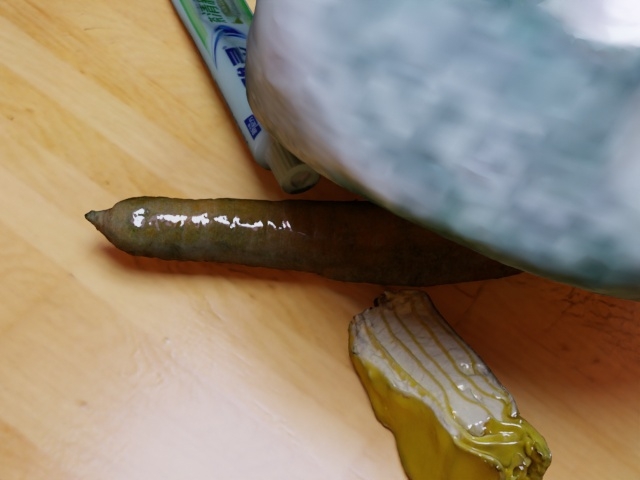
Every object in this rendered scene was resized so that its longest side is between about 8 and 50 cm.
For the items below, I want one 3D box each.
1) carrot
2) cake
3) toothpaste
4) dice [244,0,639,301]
[{"bbox_3d":[0.000,-0.001,0.673,0.342,0.070,0.070,1,61,-6],"label":"carrot"},{"bbox_3d":[0.078,0.103,0.607,0.079,0.116,0.185,-13,69,-12],"label":"cake"},{"bbox_3d":[-0.067,-0.150,0.746,0.074,0.048,0.297,-14,52,-16],"label":"toothpaste"},{"bbox_3d":[0.164,-0.174,0.577,0.348,0.328,0.330,22,19,-1],"label":"dice"}]
